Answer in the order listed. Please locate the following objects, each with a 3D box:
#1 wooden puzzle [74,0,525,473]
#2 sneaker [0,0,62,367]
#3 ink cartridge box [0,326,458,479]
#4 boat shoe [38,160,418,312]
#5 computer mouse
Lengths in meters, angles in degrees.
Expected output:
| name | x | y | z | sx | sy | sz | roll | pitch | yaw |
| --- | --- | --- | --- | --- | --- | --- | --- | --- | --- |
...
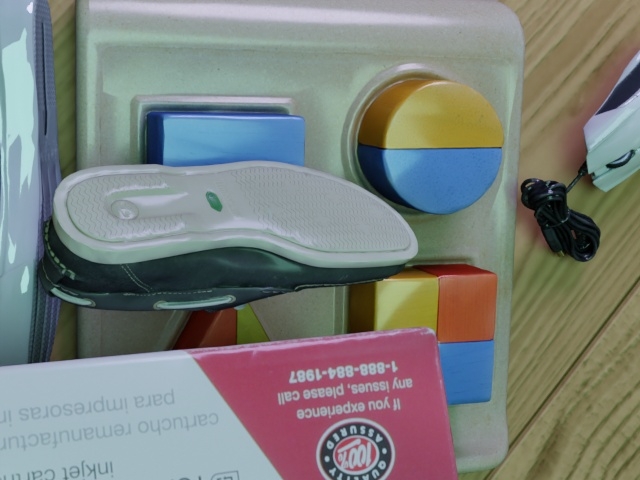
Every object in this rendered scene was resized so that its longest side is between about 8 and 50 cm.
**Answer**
| name | x | y | z | sx | sy | sz | roll | pitch | yaw |
| --- | --- | --- | --- | --- | --- | --- | --- | --- | --- |
| wooden puzzle | 0.000 | 0.000 | 0.767 | 0.322 | 0.080 | 0.348 | -2 | 94 | -20 |
| sneaker | -0.210 | -0.027 | 0.694 | 0.091 | 0.094 | 0.258 | -1 | 91 | 0 |
| ink cartridge box | -0.061 | 0.255 | 0.591 | 0.279 | 0.160 | 0.385 | -3 | 79 | -24 |
| boat shoe | -0.052 | 0.003 | 0.683 | 0.233 | 0.084 | 0.079 | 0 | 137 | -27 |
| computer mouse | 0.229 | -0.074 | 0.852 | 0.193 | 0.042 | 0.106 | -52 | 136 | -11 |
